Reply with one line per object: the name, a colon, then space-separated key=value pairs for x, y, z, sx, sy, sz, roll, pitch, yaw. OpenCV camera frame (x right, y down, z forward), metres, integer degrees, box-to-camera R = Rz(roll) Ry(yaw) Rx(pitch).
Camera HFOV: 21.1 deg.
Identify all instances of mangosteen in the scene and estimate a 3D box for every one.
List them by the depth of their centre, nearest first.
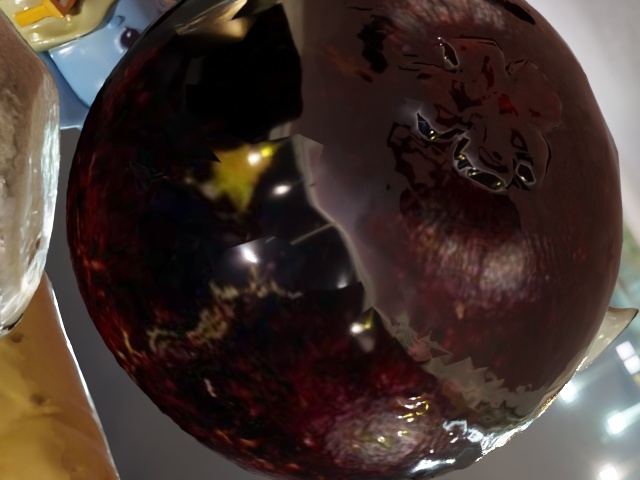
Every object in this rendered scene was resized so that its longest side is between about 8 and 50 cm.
mangosteen: x=0.000 y=0.000 z=0.716 sx=0.228 sy=0.228 sz=0.265 roll=61 pitch=144 yaw=7

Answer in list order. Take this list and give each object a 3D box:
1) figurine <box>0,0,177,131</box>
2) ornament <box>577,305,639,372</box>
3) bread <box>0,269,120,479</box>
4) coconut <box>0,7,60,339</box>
figurine: x=-0.174 y=-0.164 z=1.493 sx=0.154 sy=0.180 sz=0.262 roll=21 pitch=175 yaw=45
ornament: x=0.165 y=0.023 z=1.316 sx=0.156 sy=0.075 sz=0.081 roll=44 pitch=147 yaw=3
bread: x=-0.310 y=0.206 z=1.126 sx=0.250 sy=0.361 sz=0.394 roll=22 pitch=-151 yaw=-35
coconut: x=-0.254 y=-0.039 z=0.885 sx=0.224 sy=0.234 sz=0.224 roll=-179 pitch=90 yaw=-90
